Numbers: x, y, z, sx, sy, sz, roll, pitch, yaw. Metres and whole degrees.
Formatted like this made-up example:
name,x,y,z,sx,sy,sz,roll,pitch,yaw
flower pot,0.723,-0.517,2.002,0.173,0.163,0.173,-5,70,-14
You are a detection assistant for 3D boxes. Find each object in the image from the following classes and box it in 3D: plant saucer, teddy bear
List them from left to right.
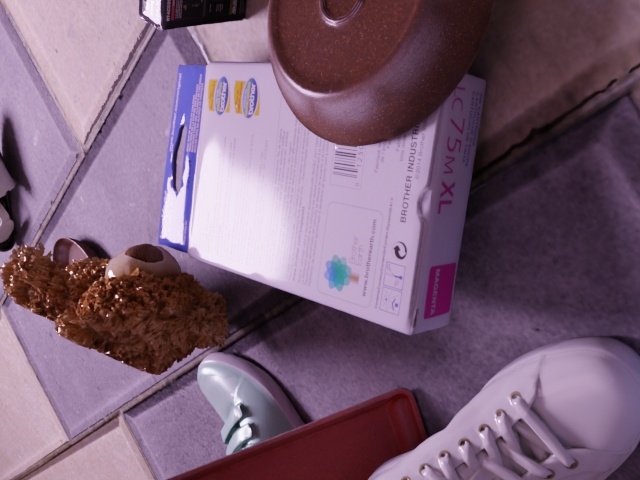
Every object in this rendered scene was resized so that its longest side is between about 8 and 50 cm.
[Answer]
name,x,y,z,sx,sy,sz,roll,pitch,yaw
plant saucer,-0.364,0.070,1.039,0.169,0.029,0.168,21,122,38
teddy bear,-0.212,0.062,0.737,0.245,0.113,0.338,23,169,-3
plant saucer,0.000,0.296,0.638,0.048,0.259,0.258,-161,51,-79
plant saucer,0.025,-0.166,0.461,0.199,0.036,0.198,-3,85,41

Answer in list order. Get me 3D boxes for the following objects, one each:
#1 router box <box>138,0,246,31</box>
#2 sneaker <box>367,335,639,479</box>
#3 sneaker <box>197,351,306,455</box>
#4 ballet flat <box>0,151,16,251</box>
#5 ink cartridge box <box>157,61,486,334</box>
name,x,y,z,sx,sy,sz,roll,pitch,yaw
router box,-0.104,-0.247,0.567,0.038,0.092,0.122,36,131,29
sneaker,0.118,0.183,0.493,0.106,0.123,0.290,49,122,11
sneaker,-0.095,0.240,0.747,0.256,0.151,0.094,42,136,26
ballet flat,-0.566,-0.084,1.138,0.096,0.095,0.280,35,142,18
ink cartridge box,-0.021,-0.053,0.565,0.311,0.065,0.185,14,101,39
